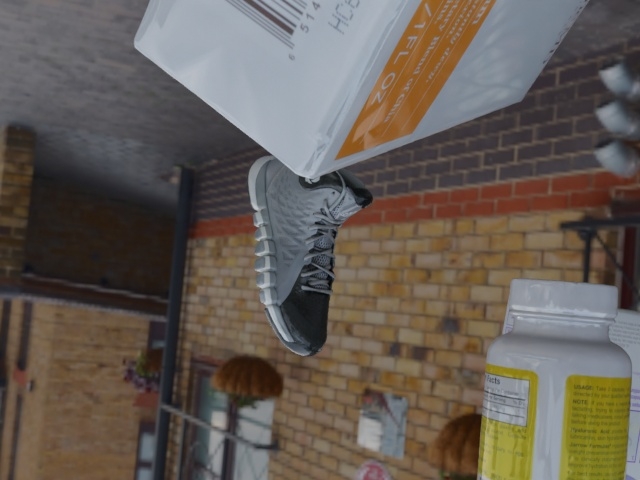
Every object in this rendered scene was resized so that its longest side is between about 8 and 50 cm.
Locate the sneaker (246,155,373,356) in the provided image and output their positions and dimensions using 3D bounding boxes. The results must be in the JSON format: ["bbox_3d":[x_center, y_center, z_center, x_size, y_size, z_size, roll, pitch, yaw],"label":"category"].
[{"bbox_3d":[0.000,0.000,0.924,0.132,0.228,0.086,-20,165,29],"label":"sneaker"}]

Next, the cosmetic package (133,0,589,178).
[{"bbox_3d":[0.091,-0.217,0.681,0.161,0.230,0.453,38,-150,15],"label":"cosmetic package"}]

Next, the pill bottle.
[{"bbox_3d":[0.105,0.077,0.393,0.065,0.116,0.065,5,177,0],"label":"pill bottle"}]

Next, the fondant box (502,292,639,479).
[{"bbox_3d":[0.284,0.231,0.889,0.238,0.330,0.096,11,177,-25],"label":"fondant box"}]
